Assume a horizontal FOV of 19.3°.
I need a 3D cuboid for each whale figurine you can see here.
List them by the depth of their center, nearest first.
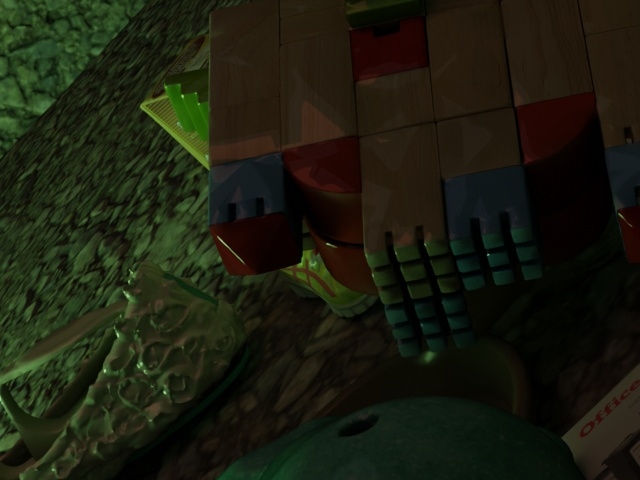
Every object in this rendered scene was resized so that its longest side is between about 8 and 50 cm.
[{"bbox_3d":[0.020,0.129,0.887,0.216,0.141,0.272,-27,22,-14],"label":"whale figurine"}]

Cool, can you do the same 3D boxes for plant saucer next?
[{"bbox_3d":[0.028,0.172,1.130,0.278,0.041,0.278,-39,21,19],"label":"plant saucer"}]

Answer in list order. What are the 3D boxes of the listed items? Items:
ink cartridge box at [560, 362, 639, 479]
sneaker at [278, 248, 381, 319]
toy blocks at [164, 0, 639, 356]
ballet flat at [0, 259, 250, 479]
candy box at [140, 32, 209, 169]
[{"bbox_3d":[0.187,0.107,0.890,0.109,0.063,0.150,-44,20,7],"label":"ink cartridge box"},{"bbox_3d":[0.000,0.000,1.444,0.081,0.094,0.208,-52,21,-18],"label":"sneaker"},{"bbox_3d":[0.080,-0.052,1.174,0.381,0.191,0.261,-10,48,10],"label":"toy blocks"},{"bbox_3d":[-0.234,0.171,1.542,0.409,0.147,0.147,-45,19,8],"label":"ballet flat"},{"bbox_3d":[0.006,-0.096,1.483,0.087,0.183,0.316,-54,21,-21],"label":"candy box"}]
